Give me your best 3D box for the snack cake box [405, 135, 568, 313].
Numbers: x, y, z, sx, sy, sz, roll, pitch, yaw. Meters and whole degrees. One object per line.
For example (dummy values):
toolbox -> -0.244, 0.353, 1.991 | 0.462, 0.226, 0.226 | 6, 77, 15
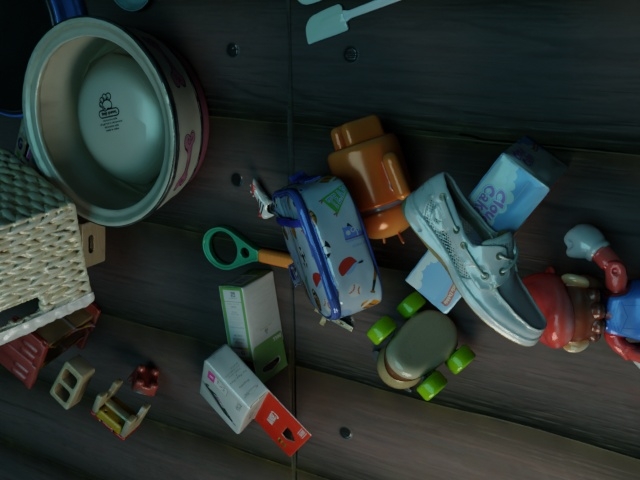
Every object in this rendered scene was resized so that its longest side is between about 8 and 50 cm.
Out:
snack cake box -> 0.259, -0.025, 1.147 | 0.089, 0.152, 0.264 | 41, 121, 13

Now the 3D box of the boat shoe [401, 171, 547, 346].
boat shoe -> 0.232, 0.023, 1.029 | 0.277, 0.098, 0.096 | 50, 124, 6

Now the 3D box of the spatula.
spatula -> 0.052, -0.444, 1.215 | 0.242, 0.019, 0.168 | -12, 98, 33

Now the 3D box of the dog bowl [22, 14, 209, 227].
dog bowl -> -0.400, -0.240, 1.469 | 0.408, 0.150, 0.408 | 10, 110, 28

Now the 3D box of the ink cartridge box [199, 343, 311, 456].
ink cartridge box -> -0.141, 0.346, 1.480 | 0.239, 0.060, 0.275 | 46, 155, 11

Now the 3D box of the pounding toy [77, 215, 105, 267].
pounding toy -> -0.560, 0.012, 1.672 | 0.130, 0.100, 0.141 | 17, 113, 26

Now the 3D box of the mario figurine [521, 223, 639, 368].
mario figurine -> 0.459, 0.087, 1.111 | 0.320, 0.170, 0.198 | 2, 70, 19

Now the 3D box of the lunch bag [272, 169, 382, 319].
lunch bag -> 0.000, 0.000, 1.245 | 0.115, 0.303, 0.243 | -22, 97, -10

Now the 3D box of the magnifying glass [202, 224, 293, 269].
magnifying glass -> -0.142, 0.025, 1.476 | 0.231, 0.026, 0.092 | 10, 110, 27

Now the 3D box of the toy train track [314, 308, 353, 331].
toy train track -> 0.028, 0.151, 1.424 | 0.083, 0.014, 0.048 | 29, 111, 13

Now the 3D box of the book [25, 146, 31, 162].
book -> -0.644, -0.187, 1.699 | 0.096, 0.035, 0.144 | 42, 122, 18

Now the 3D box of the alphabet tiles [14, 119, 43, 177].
alphabet tiles -> -0.657, -0.139, 1.683 | 0.237, 0.009, 0.198 | 43, 121, 34

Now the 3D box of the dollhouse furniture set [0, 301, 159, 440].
dollhouse furniture set -> -0.541, 0.297, 1.703 | 0.374, 0.201, 0.152 | 39, 121, 7

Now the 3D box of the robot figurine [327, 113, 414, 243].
robot figurine -> 0.090, -0.098, 1.241 | 0.158, 0.128, 0.219 | -16, 96, 29

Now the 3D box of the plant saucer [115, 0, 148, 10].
plant saucer -> -0.368, -0.513, 1.438 | 0.119, 0.021, 0.119 | 10, 111, 28

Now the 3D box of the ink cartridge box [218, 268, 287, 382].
ink cartridge box -> -0.133, 0.173, 1.468 | 0.062, 0.109, 0.209 | 0, 106, 31

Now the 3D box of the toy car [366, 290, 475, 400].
toy car -> 0.159, 0.212, 1.323 | 0.155, 0.149, 0.188 | 48, 152, 13

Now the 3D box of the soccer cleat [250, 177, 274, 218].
soccer cleat -> -0.111, -0.082, 1.423 | 0.035, 0.029, 0.083 | -8, 105, 23

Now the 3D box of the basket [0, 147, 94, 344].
basket -> -0.692, 0.012, 1.489 | 0.331, 0.328, 0.266 | 32, 132, 35

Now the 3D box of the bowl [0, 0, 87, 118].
bowl -> -0.671, -0.457, 1.602 | 0.391, 0.077, 0.391 | 10, 110, 27
